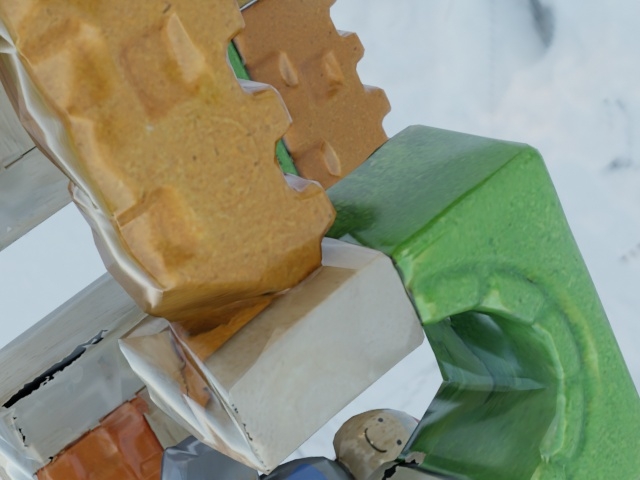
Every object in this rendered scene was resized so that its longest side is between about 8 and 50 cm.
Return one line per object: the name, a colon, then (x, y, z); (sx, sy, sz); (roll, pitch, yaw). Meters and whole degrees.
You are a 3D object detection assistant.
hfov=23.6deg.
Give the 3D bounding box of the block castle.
block castle: (0.000, 0.000, 0.511); (0.303, 0.213, 0.453); (13, 135, 55)
